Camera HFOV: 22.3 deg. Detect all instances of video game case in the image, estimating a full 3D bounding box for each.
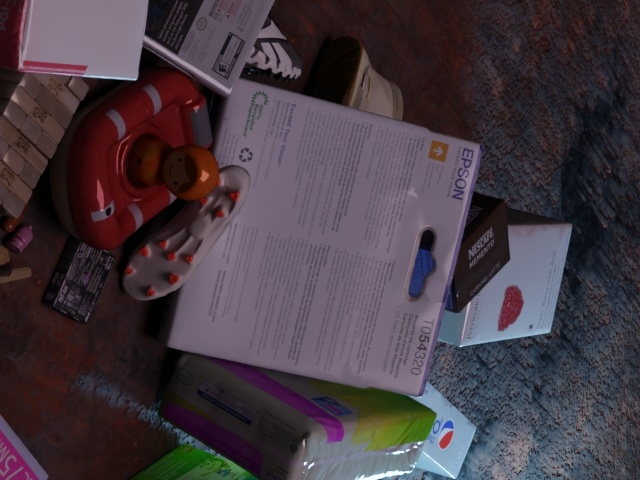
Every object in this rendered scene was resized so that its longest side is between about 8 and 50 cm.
[{"bbox_3d":[-0.132,-0.280,1.759,0.173,0.022,0.190,31,75,-27],"label":"video game case"}]

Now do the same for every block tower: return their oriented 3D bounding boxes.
[{"bbox_3d":[-0.348,-0.032,1.533,0.091,0.097,0.335,49,60,-53],"label":"block tower"}]

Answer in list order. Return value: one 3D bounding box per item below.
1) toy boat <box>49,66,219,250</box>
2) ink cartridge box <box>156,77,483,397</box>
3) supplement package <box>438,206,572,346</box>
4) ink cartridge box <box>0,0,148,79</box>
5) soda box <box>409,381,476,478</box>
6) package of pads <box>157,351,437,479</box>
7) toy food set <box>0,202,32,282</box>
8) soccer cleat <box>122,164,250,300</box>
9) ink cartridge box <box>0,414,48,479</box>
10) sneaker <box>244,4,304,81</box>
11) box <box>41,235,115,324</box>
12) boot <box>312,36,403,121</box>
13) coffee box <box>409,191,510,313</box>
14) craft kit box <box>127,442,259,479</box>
[{"bbox_3d":[-0.175,-0.080,1.724,0.231,0.151,0.151,-42,135,-42],"label":"toy boat"},{"bbox_3d":[0.000,0.000,1.938,0.330,0.071,0.324,14,91,-19],"label":"ink cartridge box"},{"bbox_3d":[0.215,0.042,2.362,0.293,0.175,0.177,-3,106,-57],"label":"supplement package"},{"bbox_3d":[-0.285,-0.206,1.436,0.158,0.218,0.092,-3,105,-57],"label":"ink cartridge box"},{"bbox_3d":[0.126,0.258,2.387,0.286,0.098,0.091,45,64,-55],"label":"soda box"},{"bbox_3d":[-0.030,0.213,2.003,0.296,0.229,0.101,2,111,-56],"label":"package of pads"},{"bbox_3d":[-0.321,-0.020,1.650,0.078,0.019,0.122,-13,106,-55],"label":"toy food set"},{"bbox_3d":[-0.145,-0.007,1.829,0.196,0.068,0.076,-46,178,15],"label":"soccer cleat"},{"bbox_3d":[-0.409,0.303,1.607,0.311,0.065,0.186,-55,143,-26],"label":"ink cartridge box"},{"bbox_3d":[-0.081,-0.250,1.871,0.234,0.078,0.106,15,92,-56],"label":"sneaker"},{"bbox_3d":[-0.262,0.042,1.765,0.067,0.018,0.083,37,71,-56],"label":"box"},{"bbox_3d":[0.036,-0.136,2.105,0.165,0.077,0.213,37,68,-58],"label":"boot"},{"bbox_3d":[0.103,-0.008,2.099,0.141,0.246,0.098,-44,137,-41],"label":"coffee box"},{"bbox_3d":[-0.139,0.339,1.867,0.250,0.247,0.061,-29,130,-49],"label":"craft kit box"}]
